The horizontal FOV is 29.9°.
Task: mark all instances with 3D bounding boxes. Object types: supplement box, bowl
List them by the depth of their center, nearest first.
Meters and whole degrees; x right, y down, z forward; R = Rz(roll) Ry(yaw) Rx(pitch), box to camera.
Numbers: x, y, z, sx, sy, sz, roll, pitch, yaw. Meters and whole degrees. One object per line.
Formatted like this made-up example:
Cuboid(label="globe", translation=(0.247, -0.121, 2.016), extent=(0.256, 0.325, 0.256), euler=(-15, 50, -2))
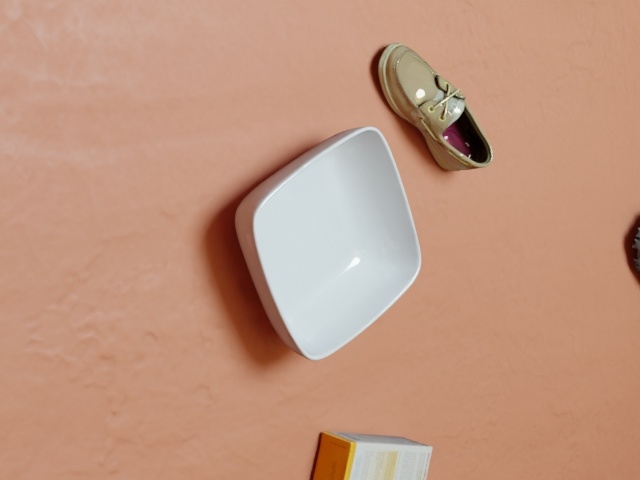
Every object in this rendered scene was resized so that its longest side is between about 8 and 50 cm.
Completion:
Cuboid(label="bowl", translation=(0.000, 0.000, 0.871), extent=(0.142, 0.053, 0.142), euler=(-38, 122, -33))
Cuboid(label="supplement box", translation=(0.040, 0.188, 0.955), extent=(0.098, 0.036, 0.062), euler=(14, 88, -43))

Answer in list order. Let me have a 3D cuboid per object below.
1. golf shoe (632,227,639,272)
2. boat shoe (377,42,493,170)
Cuboid(label="golf shoe", translation=(0.389, 0.036, 1.214), extent=(0.198, 0.094, 0.077), euler=(43, 70, -37))
Cuboid(label="boat shoe", translation=(0.095, -0.105, 0.945), extent=(0.135, 0.045, 0.050), euler=(45, 68, -39))
